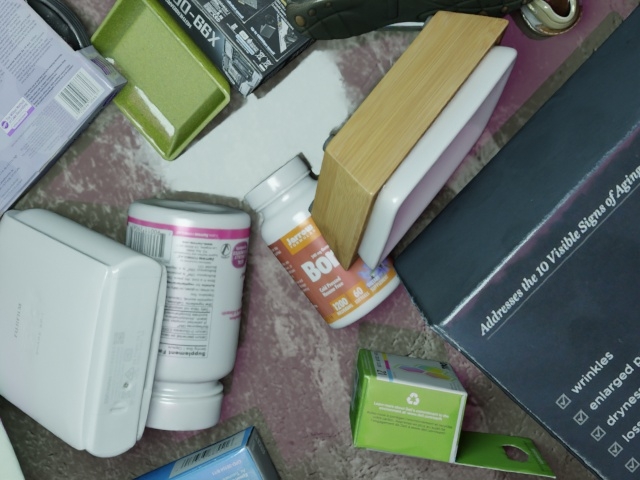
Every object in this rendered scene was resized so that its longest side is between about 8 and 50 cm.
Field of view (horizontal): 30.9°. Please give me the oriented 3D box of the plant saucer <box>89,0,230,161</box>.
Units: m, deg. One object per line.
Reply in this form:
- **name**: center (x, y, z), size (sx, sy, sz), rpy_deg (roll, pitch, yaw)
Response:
- **plant saucer**: center (-0.207, -0.220, 1.502), size (0.188, 0.188, 0.045), rpy_deg (49, 50, -4)

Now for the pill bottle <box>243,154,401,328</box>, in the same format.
- **pill bottle**: center (0.000, 0.000, 1.523), size (0.121, 0.121, 0.216), rpy_deg (-38, 94, 5)

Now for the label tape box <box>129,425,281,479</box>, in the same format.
- **label tape box**: center (-0.132, 0.459, 1.586), size (0.241, 0.106, 0.333), rpy_deg (-24, 96, 4)

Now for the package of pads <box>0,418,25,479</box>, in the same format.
- **package of pads**: center (-0.477, 0.226, 1.508), size (0.101, 0.229, 0.296), rpy_deg (-23, 97, -20)

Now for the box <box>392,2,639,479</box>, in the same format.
- **box**: center (0.431, 0.045, 1.401), size (0.472, 0.297, 0.480), rpy_deg (42, 96, -15)

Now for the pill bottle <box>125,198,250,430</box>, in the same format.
- **pill bottle**: center (-0.184, 0.094, 1.518), size (0.160, 0.160, 0.283), rpy_deg (7, 97, 0)

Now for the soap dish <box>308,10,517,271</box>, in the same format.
- **soap dish**: center (0.106, -0.123, 1.409), size (0.118, 0.229, 0.291), rpy_deg (35, 68, 9)

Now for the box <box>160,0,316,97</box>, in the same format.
- **box**: center (-0.103, -0.372, 1.454), size (0.307, 0.076, 0.242), rpy_deg (48, 65, -4)

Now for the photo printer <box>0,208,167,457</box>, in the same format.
- **photo printer**: center (-0.331, 0.102, 1.477), size (0.107, 0.308, 0.256), rpy_deg (0, 106, -44)

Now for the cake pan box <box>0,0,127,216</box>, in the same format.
- **cake pan box**: center (-0.421, -0.205, 1.512), size (0.246, 0.070, 0.267), rpy_deg (43, 108, -5)

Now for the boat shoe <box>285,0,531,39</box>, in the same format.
- **boat shoe**: center (0.114, -0.331, 1.393), size (0.324, 0.122, 0.119), rpy_deg (-7, 68, -6)

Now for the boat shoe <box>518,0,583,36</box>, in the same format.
- **boat shoe**: center (0.259, -0.408, 1.481), size (0.113, 0.103, 0.302), rpy_deg (-28, 95, 4)

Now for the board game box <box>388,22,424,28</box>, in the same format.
- **board game box**: center (0.146, -0.287, 1.497), size (0.154, 0.103, 0.026), rpy_deg (0, 97, 1)

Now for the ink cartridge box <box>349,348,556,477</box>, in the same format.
- **ink cartridge box**: center (0.171, 0.222, 1.513), size (0.255, 0.189, 0.097), rpy_deg (9, 95, -1)
